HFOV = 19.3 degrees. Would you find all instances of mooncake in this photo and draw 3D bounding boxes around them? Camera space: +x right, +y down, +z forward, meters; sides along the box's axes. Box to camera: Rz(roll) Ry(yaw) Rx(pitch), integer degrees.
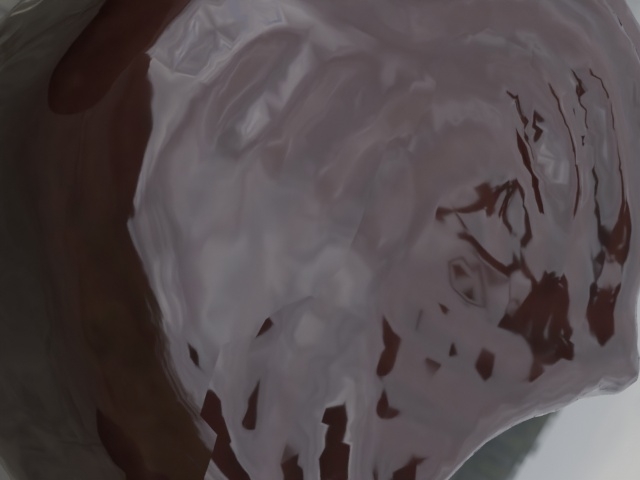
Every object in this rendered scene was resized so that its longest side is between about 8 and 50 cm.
[{"bbox_3d":[0.000,0.000,0.783,0.174,0.326,0.333,-9,-109,51],"label":"mooncake"}]
